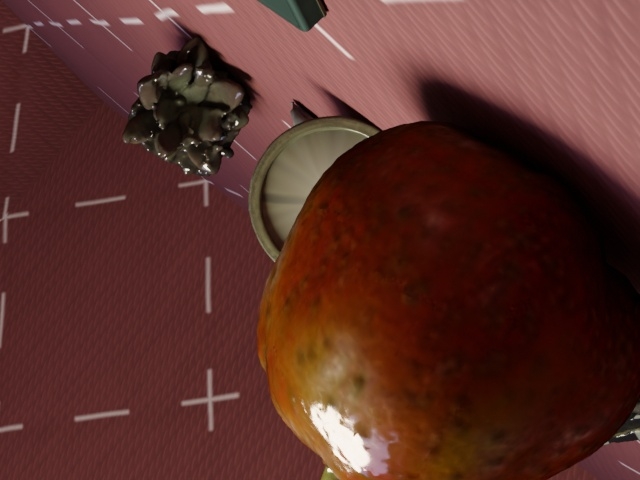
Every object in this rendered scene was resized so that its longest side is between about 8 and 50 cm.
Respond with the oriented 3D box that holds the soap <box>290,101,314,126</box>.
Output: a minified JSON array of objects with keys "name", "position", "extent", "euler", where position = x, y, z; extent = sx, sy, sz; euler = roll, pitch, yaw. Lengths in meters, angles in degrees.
[{"name":"soap","position":[0.000,0.000,2.011],"extent":[0.302,0.258,0.159],"euler":[39,176,10]}]

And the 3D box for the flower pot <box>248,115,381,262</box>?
[{"name":"flower pot","position":[0.023,-0.045,1.828],"extent":[0.212,0.212,0.202],"euler":[39,-179,5]}]

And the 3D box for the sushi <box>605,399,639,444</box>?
[{"name":"sushi","position":[0.402,0.222,1.989],"extent":[0.192,0.051,0.215],"euler":[-12,146,27]}]

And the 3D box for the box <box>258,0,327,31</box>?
[{"name":"box","position":[-0.045,-0.255,1.375],"extent":[0.091,0.031,0.126],"euler":[37,173,20]}]

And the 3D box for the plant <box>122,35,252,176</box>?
[{"name":"plant","position":[-0.199,-0.206,2.205],"extent":[0.181,0.194,0.320],"euler":[28,-179,-8]}]

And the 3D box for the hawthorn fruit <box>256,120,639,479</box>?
[{"name":"hawthorn fruit","position":[0.113,0.103,1.409],"extent":[0.403,0.403,0.403],"euler":[39,175,4]}]

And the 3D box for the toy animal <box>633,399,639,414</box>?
[{"name":"toy animal","position":[0.434,0.212,1.724],"extent":[0.232,0.084,0.148],"euler":[44,173,-7]}]
